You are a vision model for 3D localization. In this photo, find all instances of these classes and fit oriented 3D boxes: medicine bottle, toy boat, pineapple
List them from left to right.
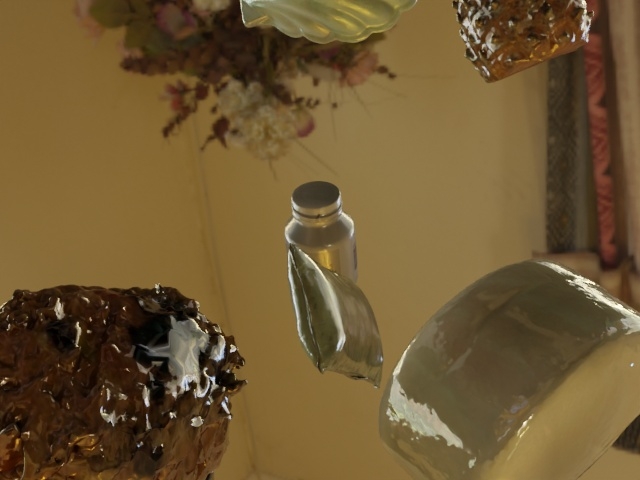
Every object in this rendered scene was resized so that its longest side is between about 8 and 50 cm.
[{"bbox_3d":[0.000,0.000,1.617,0.134,0.215,0.135,-4,-143,3],"label":"medicine bottle"},{"bbox_3d":[0.008,-0.412,1.336,0.290,0.200,0.100,-8,165,11],"label":"toy boat"},{"bbox_3d":[0.200,-0.329,0.984,0.157,0.279,0.158,-25,-175,2],"label":"pineapple"}]

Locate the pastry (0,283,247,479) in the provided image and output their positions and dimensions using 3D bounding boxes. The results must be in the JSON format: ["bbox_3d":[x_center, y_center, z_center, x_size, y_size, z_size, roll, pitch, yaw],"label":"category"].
[{"bbox_3d":[-0.275,0.202,0.969,0.405,0.337,0.292,-30,-113,-31],"label":"pastry"}]

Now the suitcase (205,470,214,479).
[{"bbox_3d":[-0.333,0.462,1.231,0.283,0.194,0.434,17,-135,12],"label":"suitcase"}]

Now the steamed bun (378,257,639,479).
[{"bbox_3d":[0.172,0.117,0.721,0.241,0.164,0.146,-32,-135,-22],"label":"steamed bun"}]

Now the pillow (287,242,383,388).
[{"bbox_3d":[0.026,0.119,1.253,0.074,0.185,0.302,-21,161,13],"label":"pillow"}]
